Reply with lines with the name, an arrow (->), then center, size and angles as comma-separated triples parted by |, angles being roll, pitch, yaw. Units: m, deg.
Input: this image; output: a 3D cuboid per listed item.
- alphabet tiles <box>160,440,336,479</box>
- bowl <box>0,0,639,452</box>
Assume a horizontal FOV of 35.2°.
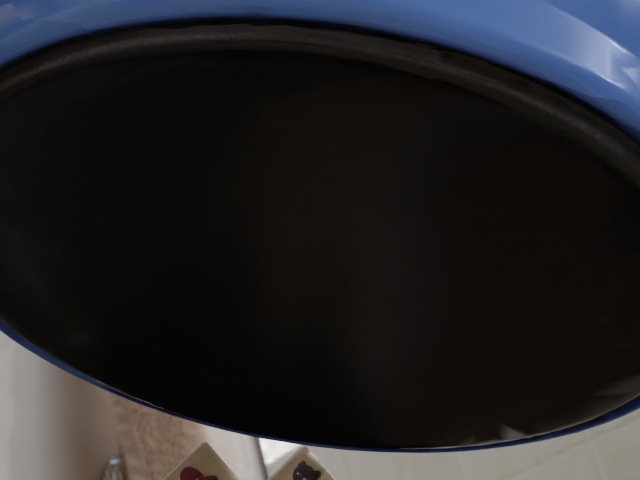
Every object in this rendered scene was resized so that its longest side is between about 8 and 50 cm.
alphabet tiles -> -0.078, 0.334, 0.754 | 0.342, 0.285, 0.011 | -42, 3, -21
bowl -> 0.000, 0.000, 0.474 | 0.392, 0.077, 0.391 | 7, -32, 4
